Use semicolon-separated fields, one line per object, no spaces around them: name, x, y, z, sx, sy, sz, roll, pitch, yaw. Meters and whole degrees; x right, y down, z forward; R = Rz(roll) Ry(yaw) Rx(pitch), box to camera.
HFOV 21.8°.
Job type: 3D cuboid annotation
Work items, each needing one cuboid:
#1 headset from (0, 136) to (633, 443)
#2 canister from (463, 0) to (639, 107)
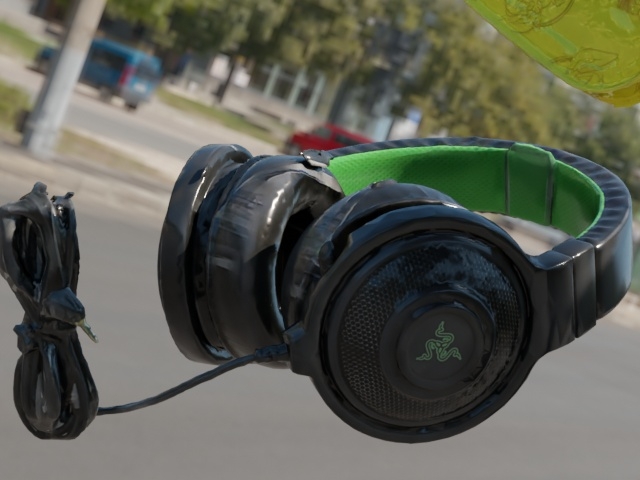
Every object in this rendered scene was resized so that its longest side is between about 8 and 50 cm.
headset;0.000;0.000;0.905;0.394;0.185;0.243;-25;29;-38
canister;0.139;-0.100;0.696;0.126;0.073;0.170;45;21;32
